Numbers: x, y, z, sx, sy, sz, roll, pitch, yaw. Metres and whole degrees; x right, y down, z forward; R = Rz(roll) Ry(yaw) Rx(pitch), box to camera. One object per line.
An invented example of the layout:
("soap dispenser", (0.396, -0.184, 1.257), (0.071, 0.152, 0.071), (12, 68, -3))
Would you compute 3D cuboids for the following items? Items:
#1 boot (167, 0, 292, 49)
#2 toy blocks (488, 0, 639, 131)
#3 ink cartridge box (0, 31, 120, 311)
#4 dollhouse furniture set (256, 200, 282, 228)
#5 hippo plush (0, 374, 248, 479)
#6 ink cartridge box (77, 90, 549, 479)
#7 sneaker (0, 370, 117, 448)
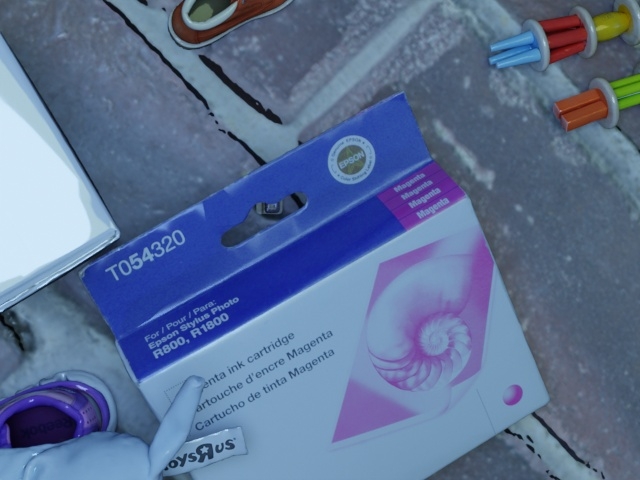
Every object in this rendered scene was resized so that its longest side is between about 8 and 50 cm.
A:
("boot", (-0.065, -0.230, 1.113), (0.158, 0.084, 0.059), (-36, 93, -10))
("toy blocks", (0.242, -0.160, 1.178), (0.148, 0.054, 0.123), (-17, 92, -9))
("ink cartridge box", (-0.265, -0.064, 0.963), (0.129, 0.307, 0.223), (-31, 95, -8))
("dollhouse furniture set", (0.000, 0.000, 1.121), (0.114, 0.081, 0.091), (1, 89, -9))
("hippo plush", (-0.185, 0.285, 0.943), (0.294, 0.234, 0.236), (-14, 57, 7))
("ink cartridge box", (0.008, 0.090, 1.074), (0.324, 0.071, 0.330), (-30, 117, -8))
("sneaker", (-0.291, 0.185, 1.060), (0.236, 0.104, 0.095), (-23, 95, -8))
